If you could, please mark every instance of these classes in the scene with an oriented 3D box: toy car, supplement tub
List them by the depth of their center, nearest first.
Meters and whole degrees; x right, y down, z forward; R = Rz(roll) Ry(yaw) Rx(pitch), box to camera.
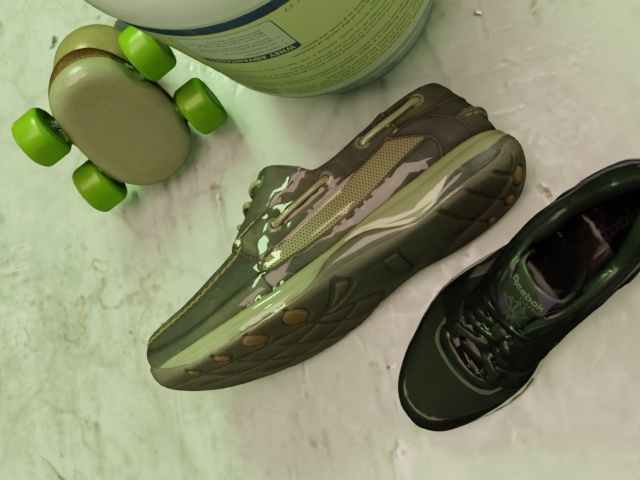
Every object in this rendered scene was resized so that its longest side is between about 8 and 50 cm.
[{"bbox_3d":[-0.039,-0.239,0.602,0.236,0.325,0.235,-1,88,18],"label":"supplement tub"},{"bbox_3d":[-0.205,-0.153,0.789,0.155,0.149,0.188,-36,44,8],"label":"toy car"}]

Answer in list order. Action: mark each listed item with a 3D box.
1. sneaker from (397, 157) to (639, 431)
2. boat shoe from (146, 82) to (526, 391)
[{"bbox_3d":[0.144,0.043,0.598,0.107,0.124,0.283,48,112,18],"label":"sneaker"},{"bbox_3d":[0.000,0.000,0.684,0.355,0.132,0.130,-34,63,4],"label":"boat shoe"}]
